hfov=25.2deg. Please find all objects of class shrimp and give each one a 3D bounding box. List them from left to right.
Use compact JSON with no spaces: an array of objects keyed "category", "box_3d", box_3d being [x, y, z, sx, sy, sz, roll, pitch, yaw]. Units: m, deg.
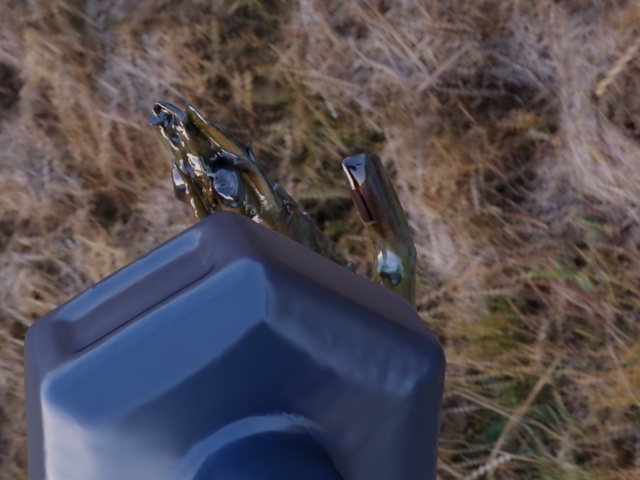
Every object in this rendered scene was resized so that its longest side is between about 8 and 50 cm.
[{"category":"shrimp","box_3d":[0.000,0.000,0.734,0.058,0.296,0.169,-4,49,22]}]

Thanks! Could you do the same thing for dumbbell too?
[{"category":"dumbbell","box_3d":[0.002,0.111,0.391,0.325,0.144,0.160,-131,42,-64]}]
